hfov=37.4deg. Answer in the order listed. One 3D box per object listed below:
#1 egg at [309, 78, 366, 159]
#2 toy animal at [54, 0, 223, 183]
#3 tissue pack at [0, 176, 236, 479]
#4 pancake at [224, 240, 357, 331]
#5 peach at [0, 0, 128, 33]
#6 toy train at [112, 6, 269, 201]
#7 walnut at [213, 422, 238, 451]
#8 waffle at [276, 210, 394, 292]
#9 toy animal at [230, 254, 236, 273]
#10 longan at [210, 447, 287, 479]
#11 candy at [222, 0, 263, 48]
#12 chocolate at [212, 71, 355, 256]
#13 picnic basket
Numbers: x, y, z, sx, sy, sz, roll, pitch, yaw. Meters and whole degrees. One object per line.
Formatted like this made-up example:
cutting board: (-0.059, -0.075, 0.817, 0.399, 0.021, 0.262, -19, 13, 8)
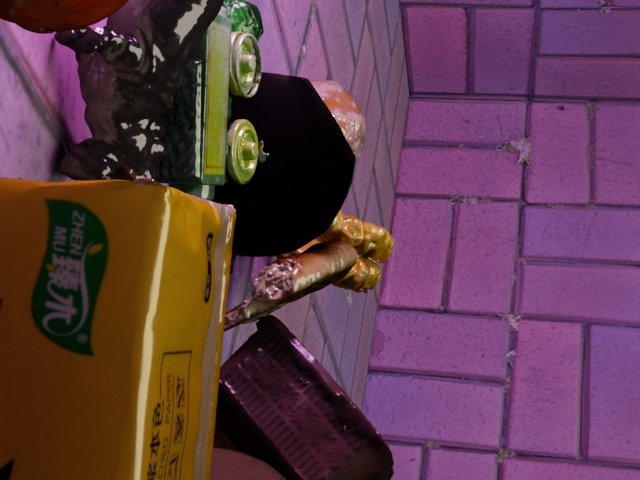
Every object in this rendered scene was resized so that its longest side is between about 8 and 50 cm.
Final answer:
egg: (-0.014, -0.208, 1.861, 0.245, 0.203, 0.203, -64, 155, -45)
toy animal: (-0.216, -0.183, 1.068, 0.168, 0.106, 0.343, 11, 98, -46)
tissue pack: (-0.232, 0.141, 0.723, 0.228, 0.293, 0.382, 26, 68, -76)
pancake: (-0.079, 0.081, 1.505, 0.067, 0.304, 0.427, 64, 13, 2)
peach: (-0.235, -0.287, 0.855, 0.197, 0.197, 0.198, 4, 90, -78)
toy train: (-0.173, -0.180, 1.240, 0.188, 0.159, 0.272, -6, 100, -71)
walnut: (-0.122, 0.359, 1.517, 0.213, 0.213, 0.213, 4, 90, -78)
waffle: (0.000, 0.000, 1.817, 0.151, 0.261, 0.324, -64, 168, 3)
toy animal: (-0.137, -0.040, 1.642, 0.105, 0.070, 0.203, 21, 77, -32)
longan: (-0.143, 0.424, 1.245, 0.297, 0.297, 0.298, 4, 90, -78)
candy: (-0.172, -0.399, 1.401, 0.323, 0.097, 0.097, 63, 32, -51)
chocolate: (-0.077, -0.113, 1.444, 0.186, 0.283, 0.284, -17, 110, -77)
picnic basket: (-0.041, 0.270, 1.360, 0.129, 0.297, 0.222, -35, 162, -26)
